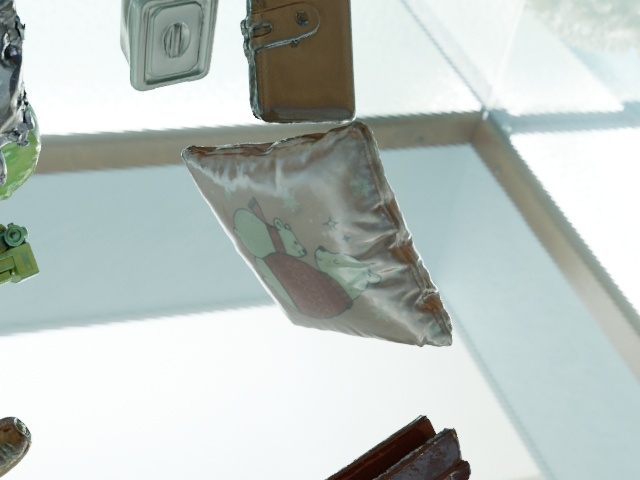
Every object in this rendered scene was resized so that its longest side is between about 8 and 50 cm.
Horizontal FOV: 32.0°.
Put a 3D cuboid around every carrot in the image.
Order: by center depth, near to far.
[{"bbox_3d":[-0.346,0.232,1.028,0.191,0.047,0.047,-40,-126,0],"label":"carrot"}]

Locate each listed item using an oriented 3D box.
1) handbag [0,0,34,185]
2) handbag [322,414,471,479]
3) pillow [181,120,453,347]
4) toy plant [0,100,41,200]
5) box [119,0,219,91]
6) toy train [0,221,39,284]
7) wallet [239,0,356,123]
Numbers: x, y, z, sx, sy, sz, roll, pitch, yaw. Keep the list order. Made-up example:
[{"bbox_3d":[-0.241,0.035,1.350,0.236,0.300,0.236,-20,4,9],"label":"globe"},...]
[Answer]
[{"bbox_3d":[-0.296,-0.136,0.804,0.162,0.260,0.113,9,-126,-2],"label":"handbag"},{"bbox_3d":[0.084,0.384,1.348,0.275,0.260,0.084,-30,-158,-30],"label":"handbag"},{"bbox_3d":[0.000,0.000,1.001,0.223,0.236,0.084,3,-141,43],"label":"pillow"},{"bbox_3d":[-0.480,-0.199,1.348,0.316,0.184,0.224,56,-161,22],"label":"toy plant"},{"bbox_3d":[-0.154,-0.215,1.103,0.089,0.122,0.062,-15,-127,-24],"label":"box"},{"bbox_3d":[-0.410,0.025,1.385,0.050,0.081,0.122,-6,-163,46],"label":"toy train"},{"bbox_3d":[-0.018,-0.183,1.028,0.118,0.152,0.039,-5,-176,-30],"label":"wallet"}]
